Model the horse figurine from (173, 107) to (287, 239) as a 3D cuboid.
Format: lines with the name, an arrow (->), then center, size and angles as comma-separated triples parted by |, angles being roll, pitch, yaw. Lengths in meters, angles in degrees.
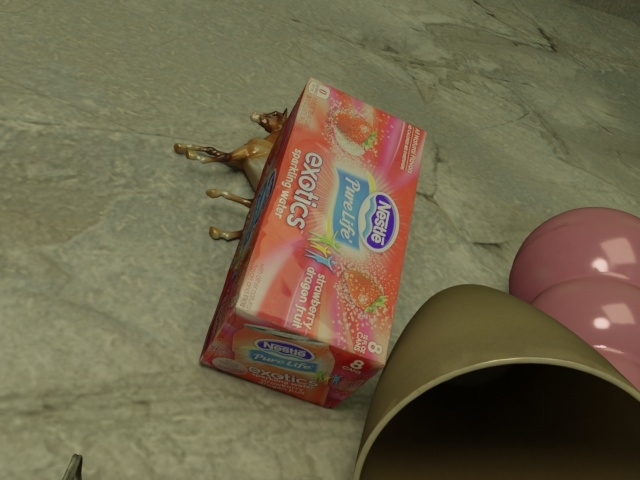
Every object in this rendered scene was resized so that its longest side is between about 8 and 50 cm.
horse figurine -> -0.082, -0.079, 0.957 | 0.174, 0.066, 0.263 | -5, 44, -28

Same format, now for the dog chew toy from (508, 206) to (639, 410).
dog chew toy -> 0.325, 0.112, 0.858 | 0.206, 0.207, 0.332 | 23, 44, -3

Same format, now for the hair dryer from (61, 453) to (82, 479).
hair dryer -> -0.174, 0.253, 0.410 | 0.080, 0.223, 0.294 | -14, 60, 14

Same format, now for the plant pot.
plant pot -> 0.159, 0.153, 0.685 | 0.256, 0.256, 0.274 | 22, 21, -5

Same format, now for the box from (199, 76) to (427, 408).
box -> 0.000, 0.000, 0.764 | 0.154, 0.142, 0.300 | 23, 55, -11
